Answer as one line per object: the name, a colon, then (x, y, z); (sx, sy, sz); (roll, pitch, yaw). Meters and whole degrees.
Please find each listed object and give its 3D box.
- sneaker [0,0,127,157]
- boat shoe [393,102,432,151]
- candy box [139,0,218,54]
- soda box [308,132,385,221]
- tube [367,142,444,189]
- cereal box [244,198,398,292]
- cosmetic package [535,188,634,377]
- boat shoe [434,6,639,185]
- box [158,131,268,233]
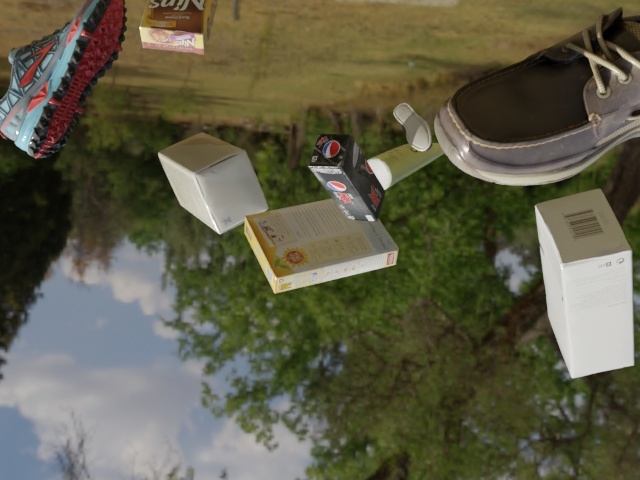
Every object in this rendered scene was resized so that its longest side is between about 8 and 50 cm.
sneaker: (-0.369, -0.252, 1.220); (0.125, 0.262, 0.104); (30, 177, 12)
boat shoe: (0.169, -0.195, 1.581); (0.038, 0.046, 0.125); (41, -167, -45)
candy box: (-0.235, -0.408, 1.529); (0.109, 0.187, 0.053); (7, 148, 1)
soda box: (0.043, -0.092, 1.329); (0.053, 0.060, 0.169); (6, 157, 26)
tube: (0.158, -0.152, 1.650); (0.070, 0.062, 0.240); (46, -144, 11)
cereal box: (0.000, 0.000, 1.625); (0.240, 0.047, 0.173); (-11, -136, -19)
cosmetic package: (0.596, 0.102, 1.997); (0.156, 0.385, 0.217); (-13, -140, 5)
boat shoe: (0.268, -0.160, 0.845); (0.355, 0.132, 0.130); (-19, 150, -23)
box: (-0.238, -0.131, 1.924); (0.121, 0.148, 0.311); (-27, -156, -16)
